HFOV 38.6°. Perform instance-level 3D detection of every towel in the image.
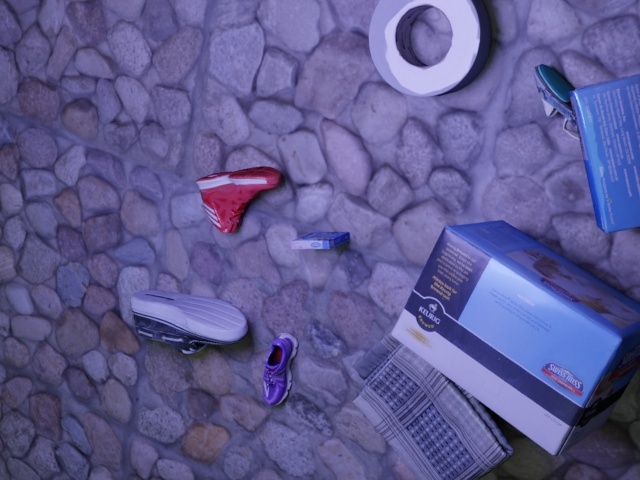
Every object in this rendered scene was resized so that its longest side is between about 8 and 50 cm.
[{"bbox_3d":[0.194,0.334,1.761,0.324,0.056,0.312,53,148,14],"label":"towel"}]

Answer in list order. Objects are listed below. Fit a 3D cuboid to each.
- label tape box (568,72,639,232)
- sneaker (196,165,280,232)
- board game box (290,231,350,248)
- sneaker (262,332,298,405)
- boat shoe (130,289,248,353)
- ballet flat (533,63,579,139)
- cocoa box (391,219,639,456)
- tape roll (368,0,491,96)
[{"bbox_3d":[0.595,-0.165,1.471,0.333,0.106,0.241,-12,94,11],"label":"label tape box"},{"bbox_3d":[-0.163,-0.085,1.952,0.221,0.087,0.128,0,109,42],"label":"sneaker"},{"bbox_3d":[0.000,0.000,1.859,0.090,0.090,0.020,-2,101,29],"label":"board game box"},{"bbox_3d":[-0.103,0.282,1.984,0.068,0.071,0.170,18,109,25],"label":"sneaker"},{"bbox_3d":[-0.292,0.195,2.062,0.335,0.121,0.119,12,113,38],"label":"boat shoe"},{"bbox_3d":[0.431,-0.226,1.593,0.188,0.070,0.070,48,118,17],"label":"ballet flat"},{"bbox_3d":[0.345,0.145,1.531,0.347,0.231,0.228,35,113,29],"label":"cocoa box"},{"bbox_3d":[0.202,-0.376,1.684,0.219,0.072,0.219,6,104,28],"label":"tape roll"}]
